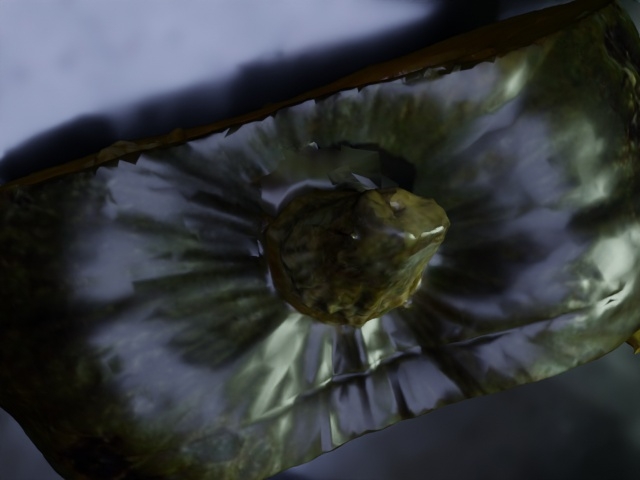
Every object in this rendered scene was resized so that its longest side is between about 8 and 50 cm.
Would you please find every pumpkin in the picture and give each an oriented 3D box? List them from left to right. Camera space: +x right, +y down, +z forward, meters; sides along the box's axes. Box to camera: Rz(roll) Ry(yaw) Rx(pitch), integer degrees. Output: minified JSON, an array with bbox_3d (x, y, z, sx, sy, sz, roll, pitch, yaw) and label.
[{"bbox_3d":[0.000,0.000,0.451,0.317,0.222,0.139,-15,104,-4],"label":"pumpkin"}]

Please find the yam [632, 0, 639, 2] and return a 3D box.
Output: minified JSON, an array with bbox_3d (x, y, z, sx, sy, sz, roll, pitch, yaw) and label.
[{"bbox_3d":[0.136,-0.253,0.417,0.240,0.241,0.348,5,96,-9],"label":"yam"}]
